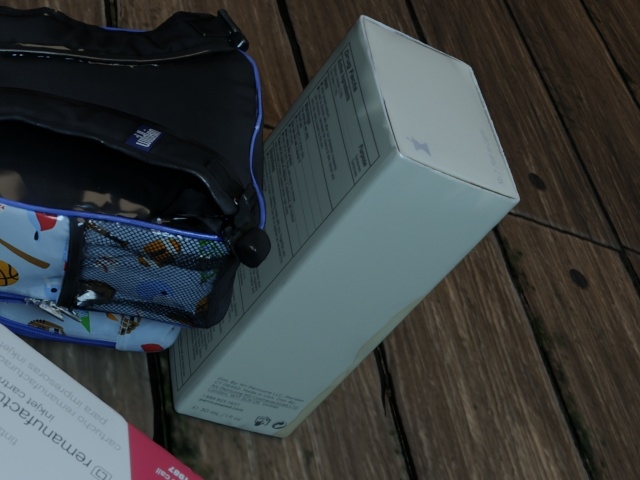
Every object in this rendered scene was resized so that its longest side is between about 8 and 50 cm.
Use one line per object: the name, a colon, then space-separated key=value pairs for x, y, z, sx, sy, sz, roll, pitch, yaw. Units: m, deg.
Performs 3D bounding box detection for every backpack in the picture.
backpack: x=-0.185 y=-0.054 z=0.876 sx=0.263 sy=0.213 sz=0.276 roll=15 pitch=36 yaw=-17

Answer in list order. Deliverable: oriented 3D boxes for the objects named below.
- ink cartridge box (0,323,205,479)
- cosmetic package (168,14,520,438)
ink cartridge box: x=-0.193 y=0.222 z=0.648 sx=0.226 sy=0.131 sz=0.306 roll=39 pitch=33 yaw=-5
cosmetic package: x=0.000 y=0.000 z=0.922 sx=0.113 sy=0.309 sz=0.160 roll=20 pitch=40 yaw=-29
